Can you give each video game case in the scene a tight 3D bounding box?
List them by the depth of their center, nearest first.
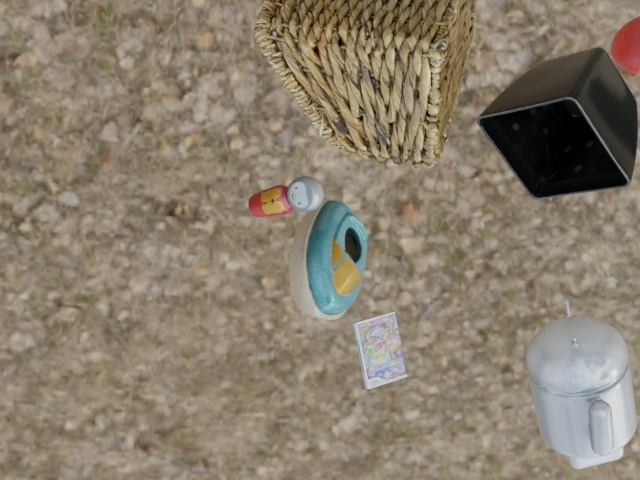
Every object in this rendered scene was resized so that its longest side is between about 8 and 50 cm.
[{"bbox_3d":[0.107,0.196,1.798,0.087,0.122,0.011,-13,-175,-29],"label":"video game case"}]

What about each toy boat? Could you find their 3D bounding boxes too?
[{"bbox_3d":[0.000,0.000,1.934,0.148,0.267,0.318,-12,136,30],"label":"toy boat"}]

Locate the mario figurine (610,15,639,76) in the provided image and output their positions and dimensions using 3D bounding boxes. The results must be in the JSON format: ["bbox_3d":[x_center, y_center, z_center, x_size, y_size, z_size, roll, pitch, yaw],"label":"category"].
[{"bbox_3d":[0.689,-0.320,1.830,0.321,0.198,0.170,14,119,9],"label":"mario figurine"}]

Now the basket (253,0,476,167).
[{"bbox_3d":[0.064,-0.236,1.252,0.223,0.299,0.213,9,134,11],"label":"basket"}]

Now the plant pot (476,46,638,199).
[{"bbox_3d":[0.398,-0.196,1.597,0.187,0.167,0.188,-7,131,50],"label":"plant pot"}]

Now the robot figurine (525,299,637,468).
[{"bbox_3d":[0.528,0.296,2.037,0.200,0.300,0.353,-17,120,1],"label":"robot figurine"}]
